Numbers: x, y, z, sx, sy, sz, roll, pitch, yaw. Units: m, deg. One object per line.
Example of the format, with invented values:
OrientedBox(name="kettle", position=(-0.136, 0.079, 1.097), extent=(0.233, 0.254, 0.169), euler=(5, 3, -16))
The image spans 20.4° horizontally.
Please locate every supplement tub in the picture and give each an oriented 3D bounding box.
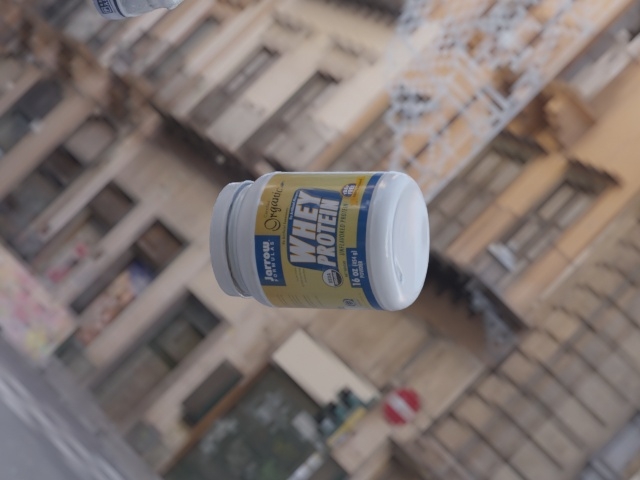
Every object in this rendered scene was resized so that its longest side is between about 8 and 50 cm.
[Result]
OrientedBox(name="supplement tub", position=(0.000, 0.000, 1.844), extent=(0.199, 0.144, 0.144), euler=(0, -27, 22))

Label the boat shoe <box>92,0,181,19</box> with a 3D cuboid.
OrientedBox(name="boat shoe", position=(-0.148, -0.384, 2.242), extent=(0.156, 0.367, 0.136), euler=(0, -64, 22))
